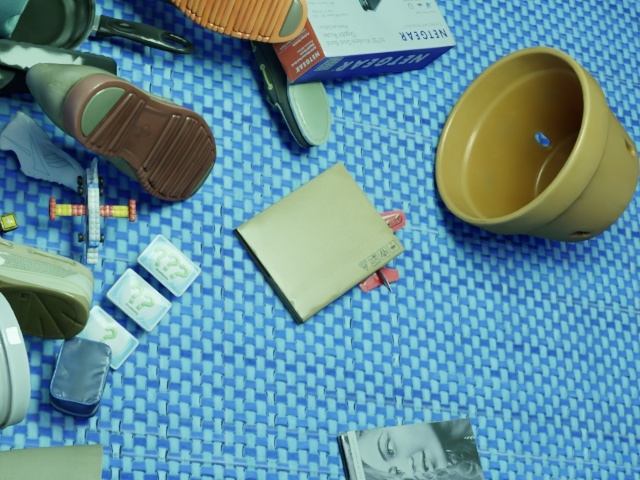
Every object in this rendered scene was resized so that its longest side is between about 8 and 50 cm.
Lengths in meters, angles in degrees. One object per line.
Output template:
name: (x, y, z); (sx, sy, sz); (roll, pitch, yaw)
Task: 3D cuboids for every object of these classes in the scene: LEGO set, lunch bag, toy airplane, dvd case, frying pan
LEGO set: (-0.292, 0.019, 1.768); (0.244, 0.060, 0.182); (43, 69, -8)
lunch bag: (-0.300, 0.169, 1.716); (0.067, 0.065, 0.098); (16, 62, -6)
toy airplane: (0.071, 0.010, 2.018); (0.151, 0.028, 0.151); (7, 69, -18)
dvd case: (0.137, 0.338, 1.918); (0.221, 0.018, 0.164); (-2, 70, -30)
frying pan: (-0.351, -0.335, 1.915); (0.326, 0.053, 0.197); (-6, 71, -32)

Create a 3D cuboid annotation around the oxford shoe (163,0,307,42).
oxford shoe: (-0.182, -0.384, 1.940); (0.364, 0.133, 0.130); (26, 98, 1)

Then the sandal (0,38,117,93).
sandal: (-0.467, -0.198, 1.730); (0.446, 0.167, 0.107); (2, 85, -29)

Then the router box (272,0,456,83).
router box: (0.025, -0.399, 2.092); (0.335, 0.082, 0.301); (-15, 76, -49)

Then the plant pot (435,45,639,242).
plant pot: (0.349, -0.123, 2.104); (0.203, 0.291, 0.290); (27, 56, -38)

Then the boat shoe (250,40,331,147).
boat shoe: (-0.048, -0.235, 2.036); (0.081, 0.069, 0.227); (2, 66, -49)

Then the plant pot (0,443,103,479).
plant pot: (-0.389, 0.340, 1.501); (0.274, 0.256, 0.256); (7, 65, -10)

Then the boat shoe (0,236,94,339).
boat shoe: (-0.427, 0.035, 1.684); (0.302, 0.109, 0.098); (15, 37, -11)

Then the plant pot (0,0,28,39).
plant pot: (-0.488, -0.433, 1.698); (0.334, 0.341, 0.341); (25, 59, -17)

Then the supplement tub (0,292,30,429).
supplement tub: (-0.484, 0.158, 1.536); (0.272, 0.191, 0.191); (-13, 76, -32)

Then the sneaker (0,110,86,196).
sneaker: (-0.361, -0.100, 1.815); (0.152, 0.054, 0.061); (43, 79, -12)

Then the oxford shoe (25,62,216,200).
oxford shoe: (-0.250, -0.153, 1.789); (0.130, 0.348, 0.123); (32, 86, 28)

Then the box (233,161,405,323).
box: (0.000, 0.000, 1.967); (0.201, 0.021, 0.164); (-34, 85, -26)
